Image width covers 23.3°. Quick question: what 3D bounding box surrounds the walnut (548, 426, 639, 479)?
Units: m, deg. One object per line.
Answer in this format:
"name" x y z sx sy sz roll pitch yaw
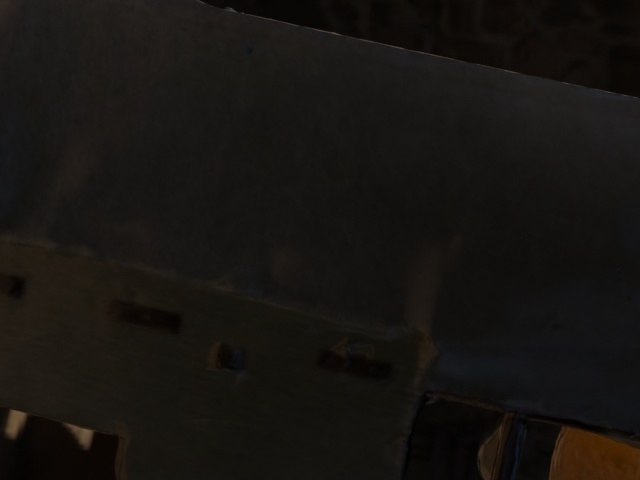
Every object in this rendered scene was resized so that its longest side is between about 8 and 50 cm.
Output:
"walnut" 0.197 0.107 0.722 0.197 0.165 0.165 -27 127 -53

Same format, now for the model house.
"model house" 0.000 0.000 0.572 0.244 0.326 0.169 -33 135 -82
